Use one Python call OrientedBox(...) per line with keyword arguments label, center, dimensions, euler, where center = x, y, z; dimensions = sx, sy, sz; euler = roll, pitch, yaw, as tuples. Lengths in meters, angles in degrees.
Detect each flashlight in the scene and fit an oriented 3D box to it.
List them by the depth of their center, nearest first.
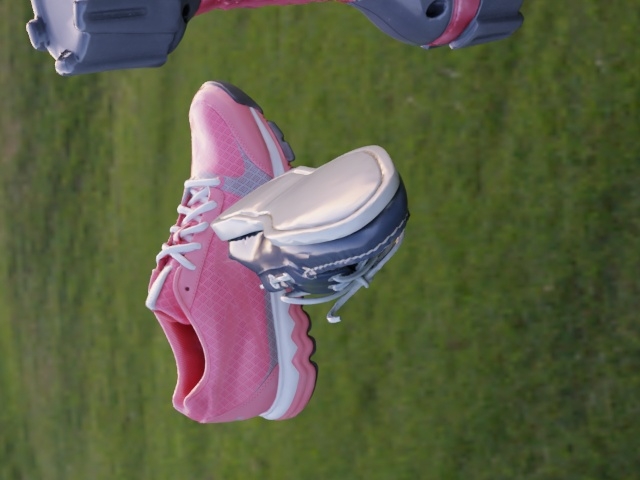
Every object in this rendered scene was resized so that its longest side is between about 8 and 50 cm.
OrientedBox(label="flashlight", center=(-0.017, -0.145, 0.873), dimensions=(0.103, 0.304, 0.103), euler=(49, 137, 33))

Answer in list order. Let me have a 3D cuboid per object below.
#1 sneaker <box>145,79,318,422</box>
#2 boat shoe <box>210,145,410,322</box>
OrientedBox(label="sneaker", center=(-0.091, 0.015, 1.362), dimensions=(0.116, 0.136, 0.313), euler=(-4, 95, 60))
OrientedBox(label="boat shoe", center=(0.000, 0.000, 0.997), dimensions=(0.079, 0.095, 0.254), euler=(55, 158, -11))
